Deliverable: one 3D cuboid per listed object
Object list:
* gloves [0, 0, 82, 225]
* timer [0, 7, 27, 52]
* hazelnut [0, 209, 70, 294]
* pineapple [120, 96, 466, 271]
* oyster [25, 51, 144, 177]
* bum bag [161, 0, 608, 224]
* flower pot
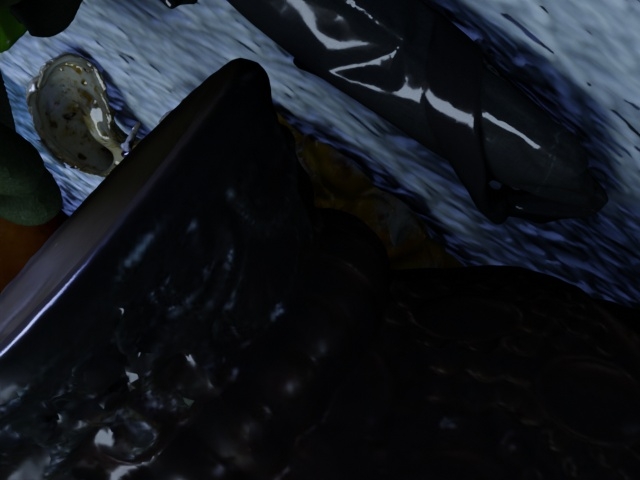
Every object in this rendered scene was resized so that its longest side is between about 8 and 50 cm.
[{"bbox_3d":[-0.140,-0.103,0.730,0.107,0.135,0.268,35,150,16],"label":"gloves"},{"bbox_3d":[-0.189,-0.150,0.861,0.128,0.047,0.140,36,165,16],"label":"timer"},{"bbox_3d":[-0.241,0.033,1.298,0.208,0.208,0.208,36,165,11],"label":"hazelnut"},{"bbox_3d":[0.000,0.000,0.868,0.221,0.047,0.221,33,166,9],"label":"pineapple"},{"bbox_3d":[-0.115,-0.071,0.982,0.081,0.038,0.083,16,137,-7],"label":"oyster"},{"bbox_3d":[0.012,-0.062,0.629,0.198,0.049,0.087,35,172,-3],"label":"bum bag"},{"bbox_3d":[0.005,0.089,0.680,0.267,0.266,0.266,43,165,-12],"label":"flower pot"}]
